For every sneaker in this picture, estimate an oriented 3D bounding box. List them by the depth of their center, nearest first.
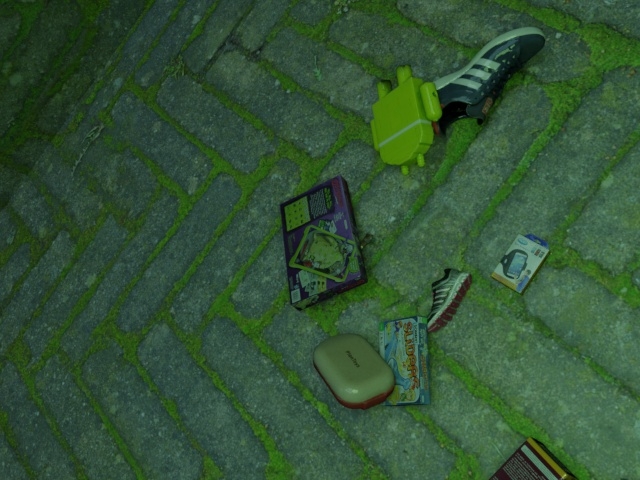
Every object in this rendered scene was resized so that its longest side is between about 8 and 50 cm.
[{"bbox_3d":[0.291,0.138,1.406,0.075,0.063,0.170,33,93,40],"label":"sneaker"},{"bbox_3d":[0.416,-0.383,1.474,0.350,0.131,0.148,-32,59,27],"label":"sneaker"}]

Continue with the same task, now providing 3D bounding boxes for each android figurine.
[{"bbox_3d":[0.216,-0.310,1.536,0.248,0.056,0.272,-28,68,52],"label":"android figurine"}]

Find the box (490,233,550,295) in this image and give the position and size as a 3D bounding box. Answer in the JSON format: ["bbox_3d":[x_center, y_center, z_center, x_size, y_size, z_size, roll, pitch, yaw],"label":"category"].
[{"bbox_3d":[0.467,0.049,1.357,0.081,0.028,0.136,34,93,33],"label":"box"}]

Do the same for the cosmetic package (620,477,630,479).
[{"bbox_3d":[0.689,0.527,0.977,0.366,0.197,0.155,7,77,29],"label":"cosmetic package"}]

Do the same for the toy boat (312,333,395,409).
[{"bbox_3d":[0.076,0.335,1.420,0.151,0.151,0.231,-16,34,-20],"label":"toy boat"}]

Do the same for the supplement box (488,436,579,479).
[{"bbox_3d":[0.412,0.509,1.189,0.188,0.081,0.104,-50,42,6],"label":"supplement box"}]

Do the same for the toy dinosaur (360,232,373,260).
[{"bbox_3d":[0.060,0.052,1.573,0.211,0.064,0.112,-24,51,20],"label":"toy dinosaur"}]

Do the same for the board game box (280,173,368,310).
[{"bbox_3d":[0.000,0.000,1.575,0.208,0.056,0.346,-27,49,23],"label":"board game box"}]

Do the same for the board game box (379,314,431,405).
[{"bbox_3d":[0.198,0.287,1.390,0.136,0.035,0.201,-23,61,49],"label":"board game box"}]
